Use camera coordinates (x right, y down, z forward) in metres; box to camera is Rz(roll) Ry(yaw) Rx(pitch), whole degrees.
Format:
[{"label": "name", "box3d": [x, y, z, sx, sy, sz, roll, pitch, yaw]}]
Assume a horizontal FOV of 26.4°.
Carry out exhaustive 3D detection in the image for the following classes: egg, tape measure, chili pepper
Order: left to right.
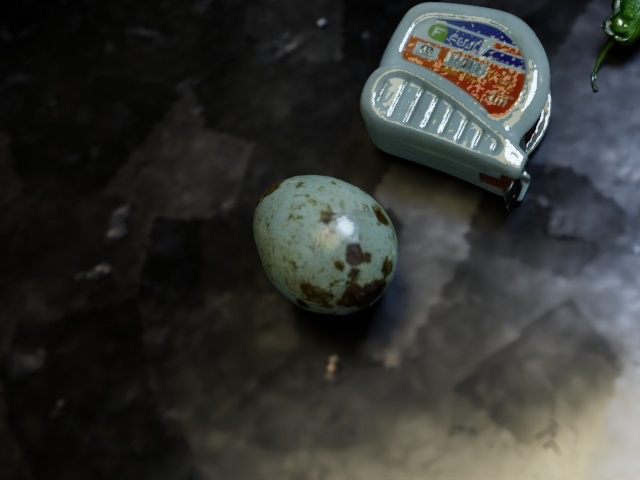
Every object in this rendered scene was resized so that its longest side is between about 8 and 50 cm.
[{"label": "egg", "box3d": [0.000, 0.000, 1.745, 0.169, 0.169, 0.231, -43, 48, -9]}, {"label": "tape measure", "box3d": [0.193, -0.187, 1.817, 0.243, 0.125, 0.246, 23, 74, 16]}, {"label": "chili pepper", "box3d": [0.458, -0.320, 1.806, 0.279, 0.065, 0.122, -31, 81, 28]}]
